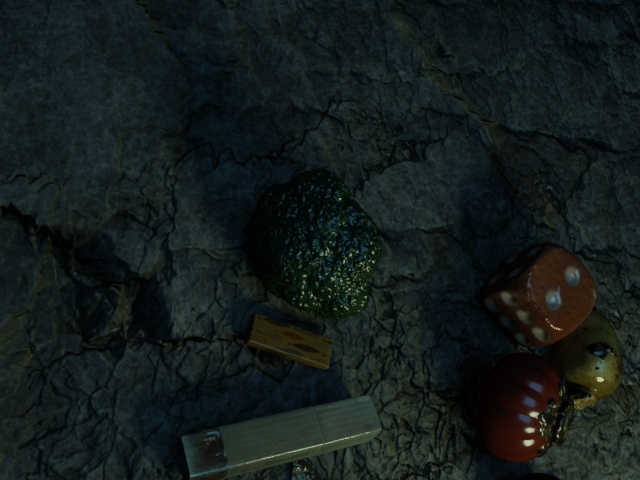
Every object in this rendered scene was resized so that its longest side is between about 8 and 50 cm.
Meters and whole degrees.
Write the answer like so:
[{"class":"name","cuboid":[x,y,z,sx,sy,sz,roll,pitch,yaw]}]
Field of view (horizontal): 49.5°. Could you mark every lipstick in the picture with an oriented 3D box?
[{"class":"lipstick","cuboid":[-0.070,0.362,1.269,0.371,0.076,0.080,-6,58,-24]}]

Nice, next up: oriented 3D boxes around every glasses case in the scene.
[{"class":"glasses case","cuboid":[-0.062,0.199,1.352,0.170,0.041,0.065,21,56,-16]}]

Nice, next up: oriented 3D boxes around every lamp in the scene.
[{"class":"lamp","cuboid":[0.404,0.338,1.424,0.227,0.227,0.227,7,72,-21]}]

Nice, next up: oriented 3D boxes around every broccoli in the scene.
[{"class":"broccoli","cuboid":[0.000,0.000,1.346,0.297,0.297,0.297,57,31,1]}]

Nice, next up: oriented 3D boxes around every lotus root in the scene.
[{"class":"lotus root","cuboid":[0.603,0.260,1.555,0.140,0.154,0.257,11,61,3]}]

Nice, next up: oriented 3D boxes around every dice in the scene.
[{"class":"dice","cuboid":[0.480,0.121,1.535,0.179,0.174,0.175,-38,92,-29]}]

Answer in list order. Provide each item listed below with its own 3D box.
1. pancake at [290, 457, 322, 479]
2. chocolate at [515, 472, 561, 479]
[{"class":"pancake","cuboid":[-0.073,0.491,1.270,0.190,0.020,0.184,-8,78,-26]},{"class":"chocolate","cuboid":[0.436,0.546,1.385,0.176,0.177,0.177,7,72,-21]}]
